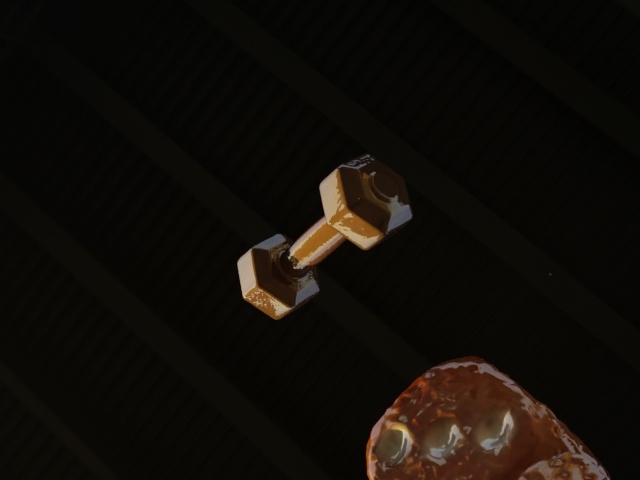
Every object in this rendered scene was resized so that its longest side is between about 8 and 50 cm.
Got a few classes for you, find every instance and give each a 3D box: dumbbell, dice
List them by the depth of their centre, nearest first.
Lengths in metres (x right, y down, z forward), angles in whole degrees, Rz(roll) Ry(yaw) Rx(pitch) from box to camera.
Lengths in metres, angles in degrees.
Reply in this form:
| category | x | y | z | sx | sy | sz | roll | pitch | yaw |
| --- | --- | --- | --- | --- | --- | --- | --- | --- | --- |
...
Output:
| category | x | y | z | sx | sy | sz | roll | pitch | yaw |
| --- | --- | --- | --- | --- | --- | --- | --- | --- | --- |
| dice | 0.163 | 0.230 | 0.915 | 0.174 | 0.179 | 0.175 | -45 | -57 | 0 |
| dumbbell | 0.000 | 0.000 | 0.959 | 0.082 | 0.092 | 0.231 | 55 | -43 | 5 |
